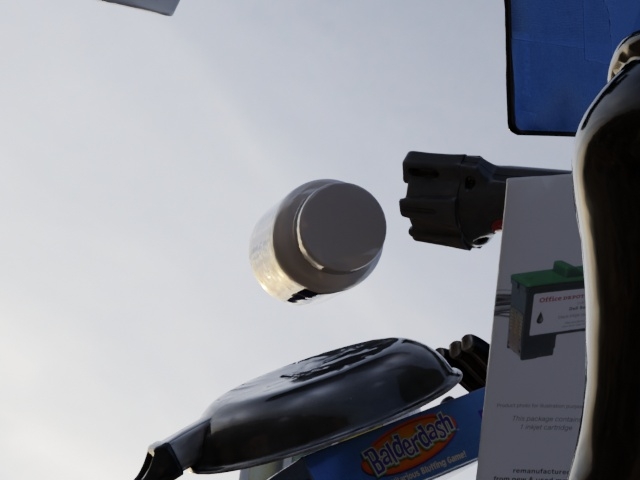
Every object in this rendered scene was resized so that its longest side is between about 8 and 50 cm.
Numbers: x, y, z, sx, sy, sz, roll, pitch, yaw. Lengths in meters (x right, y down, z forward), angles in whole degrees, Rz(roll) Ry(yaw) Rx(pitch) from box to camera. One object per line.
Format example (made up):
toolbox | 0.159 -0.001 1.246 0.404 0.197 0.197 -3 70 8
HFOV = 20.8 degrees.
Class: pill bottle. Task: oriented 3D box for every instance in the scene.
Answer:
pill bottle | 0.000 0.000 1.691 0.112 0.112 0.187 38 -15 -5

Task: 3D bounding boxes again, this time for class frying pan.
frying pan | -0.063 0.131 1.179 0.197 0.326 0.053 -69 141 -86

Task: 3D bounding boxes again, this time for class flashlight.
flashlight | 0.222 -0.017 1.515 0.304 0.103 0.103 5 -2 30

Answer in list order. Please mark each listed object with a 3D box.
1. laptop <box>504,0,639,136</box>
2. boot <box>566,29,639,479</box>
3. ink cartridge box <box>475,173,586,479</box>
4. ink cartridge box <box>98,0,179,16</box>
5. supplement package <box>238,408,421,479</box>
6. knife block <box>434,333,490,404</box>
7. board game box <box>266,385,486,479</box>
laptop | 0.359 -0.266 1.217 0.408 0.382 0.236 -1 -1 28
boot | 0.107 0.113 0.668 0.131 0.260 0.348 12 -56 61
ink cartridge box | 0.171 0.085 1.126 0.093 0.219 0.160 -2 -26 21
ink cartridge box | -0.149 -0.328 1.392 0.114 0.273 0.197 33 14 21
supplement package | 0.024 0.316 1.992 0.199 0.262 0.198 -8 -52 11
knife block | 0.214 0.193 1.612 0.242 0.088 0.275 9 -42 7
board game box | 0.017 0.175 1.229 0.210 0.160 0.047 -42 -111 55
